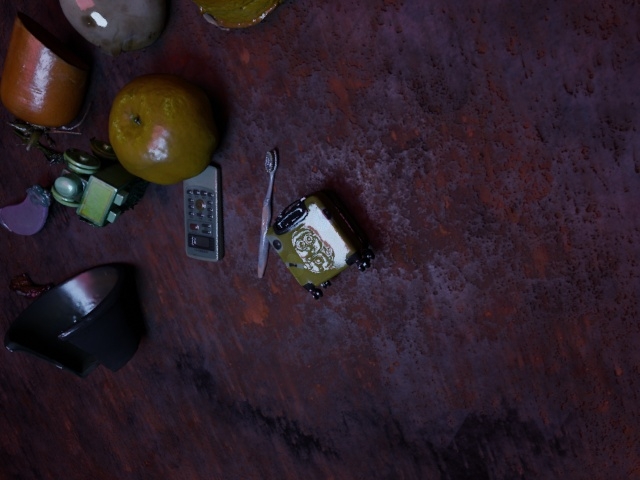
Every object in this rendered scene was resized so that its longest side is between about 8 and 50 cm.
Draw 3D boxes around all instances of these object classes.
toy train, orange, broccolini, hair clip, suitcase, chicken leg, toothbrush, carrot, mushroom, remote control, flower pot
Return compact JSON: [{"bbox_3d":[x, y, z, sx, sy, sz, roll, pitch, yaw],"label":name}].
[{"bbox_3d":[-0.604,-0.165,1.136,0.188,0.272,0.159,31,112,-10],"label":"toy train"},{"bbox_3d":[-0.393,-0.280,1.040,0.278,0.235,0.279,0,90,20],"label":"orange"},{"bbox_3d":[-0.919,-0.310,1.327,0.218,0.044,0.042,35,130,12],"label":"broccolini"},{"bbox_3d":[-1.000,-0.098,1.398,0.358,0.110,0.096,-26,56,28],"label":"hair clip"},{"bbox_3d":[0.000,0.000,1.032,0.193,0.143,0.235,-35,93,26],"label":"suitcase"},{"bbox_3d":[-1.086,0.179,1.525,0.204,0.053,0.093,14,96,11],"label":"chicken leg"},{"bbox_3d":[-0.150,-0.064,1.128,0.028,0.037,0.376,16,113,18],"label":"toothbrush"},{"bbox_3d":[-0.774,-0.427,1.151,0.193,0.214,0.331,48,114,33],"label":"carrot"},{"bbox_3d":[-0.509,-0.588,1.004,0.184,0.254,0.255,30,119,47],"label":"mushroom"},{"bbox_3d":[-0.343,-0.081,1.185,0.123,0.038,0.286,10,109,17],"label":"remote control"},{"bbox_3d":[-0.734,0.275,1.307,0.379,0.379,0.251,-10,123,22],"label":"flower pot"}]

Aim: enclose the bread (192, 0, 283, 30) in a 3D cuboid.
[{"bbox_3d":[-0.202,-0.664,0.872,0.358,0.204,0.337,-35,88,27],"label":"bread"}]
